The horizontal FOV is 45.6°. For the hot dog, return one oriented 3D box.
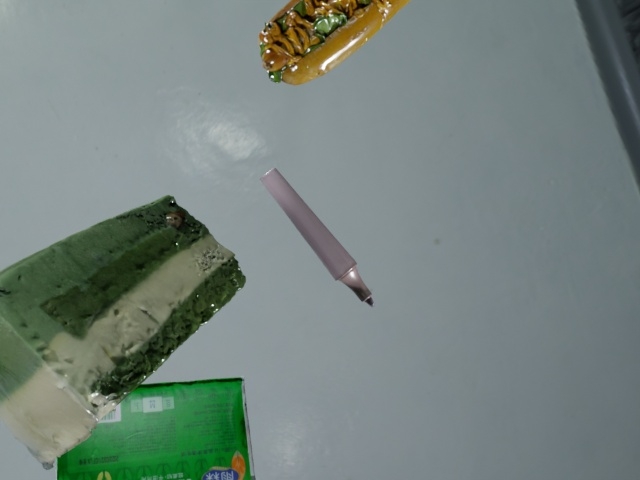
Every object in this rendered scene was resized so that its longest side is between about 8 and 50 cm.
[{"bbox_3d":[0.022,-0.204,0.650,0.072,0.055,0.188,45,81,6],"label":"hot dog"}]

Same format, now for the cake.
[{"bbox_3d":[-0.187,0.056,0.710,0.284,0.172,0.158,-41,92,-27],"label":"cake"}]

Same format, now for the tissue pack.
[{"bbox_3d":[-0.195,0.249,0.874,0.209,0.156,0.147,-2,66,-18],"label":"tissue pack"}]

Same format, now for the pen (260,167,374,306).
[{"bbox_3d":[0.000,0.000,0.881,0.032,0.053,0.197,-39,88,-2],"label":"pen"}]
